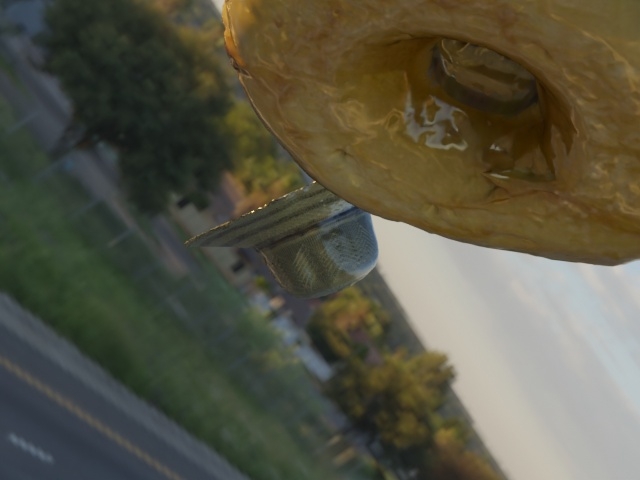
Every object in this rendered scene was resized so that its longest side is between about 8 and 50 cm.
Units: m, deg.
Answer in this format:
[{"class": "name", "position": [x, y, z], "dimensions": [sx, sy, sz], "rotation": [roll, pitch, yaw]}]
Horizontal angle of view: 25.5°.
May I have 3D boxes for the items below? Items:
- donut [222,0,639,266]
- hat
[{"class": "donut", "position": [0.129, -0.154, 1.008], "dimensions": [0.449, 0.198, 0.449], "rotation": [20, -32, 13]}, {"class": "hat", "position": [0.000, 0.000, 1.414], "dimensions": [0.252, 0.252, 0.110], "rotation": [-39, 106, -89]}]
